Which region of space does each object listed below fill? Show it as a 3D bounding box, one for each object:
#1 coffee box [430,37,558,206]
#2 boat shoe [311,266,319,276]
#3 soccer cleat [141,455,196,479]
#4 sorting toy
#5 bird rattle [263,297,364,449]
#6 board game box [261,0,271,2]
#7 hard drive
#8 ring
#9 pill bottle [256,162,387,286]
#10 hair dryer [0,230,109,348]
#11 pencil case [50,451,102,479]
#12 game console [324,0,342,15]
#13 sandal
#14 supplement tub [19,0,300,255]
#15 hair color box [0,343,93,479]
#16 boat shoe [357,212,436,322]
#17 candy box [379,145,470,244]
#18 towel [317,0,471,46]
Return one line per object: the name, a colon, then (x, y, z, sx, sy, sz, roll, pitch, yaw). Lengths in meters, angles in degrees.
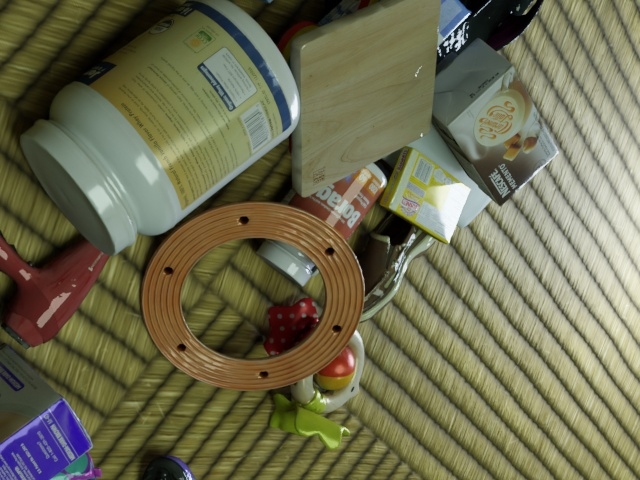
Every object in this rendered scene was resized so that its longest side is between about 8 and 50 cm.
coffee box: (0.270, -0.185, 1.888, 0.141, 0.098, 0.246, -41, 139, 0)
boat shoe: (0.000, 0.000, 1.911, 0.038, 0.046, 0.125, 25, 100, -49)
soccer cleat: (-0.207, 0.460, 1.921, 0.116, 0.108, 0.318, -45, 133, -45)
sorting toy: (0.044, -0.230, 1.691, 0.257, 0.089, 0.256, -28, 139, -29)
bird rattle: (-0.008, 0.211, 1.980, 0.207, 0.143, 0.254, -19, 108, -47)
board game box: (-0.073, -0.465, 1.639, 0.160, 0.039, 0.211, -46, 133, -15)
hard drive: (0.232, -0.161, 1.989, 0.203, 0.040, 0.307, -47, 140, 6)
ring: (-0.101, 0.085, 1.776, 0.336, 0.032, 0.337, -3, 120, -5)
pill bottle: (-0.002, -0.040, 1.836, 0.216, 0.121, 0.121, -55, 133, -7)
hair dryer: (-0.403, 0.041, 1.564, 0.293, 0.080, 0.224, -11, 116, -37)
pencil case: (-0.402, 0.355, 1.715, 0.151, 0.070, 0.065, -26, 124, -30)
game console: (0.101, -0.431, 1.732, 0.213, 0.044, 0.361, -23, 135, -15)
sandal: (0.293, -0.383, 1.938, 0.167, 0.107, 0.446, 35, 86, -43)
supplement tub: (-0.208, -0.149, 1.538, 0.316, 0.228, 0.228, -40, 130, -20)
hair color box: (-0.493, 0.301, 1.534, 0.339, 0.185, 0.110, -39, 129, -21)
boat shoe: (0.101, 0.023, 1.977, 0.257, 0.095, 0.095, -51, 135, -26)
candy box: (0.175, -0.072, 1.932, 0.206, 0.027, 0.105, 28, 85, -52)
towel: (0.082, -0.294, 1.779, 0.285, 0.034, 0.209, -46, 137, 9)
